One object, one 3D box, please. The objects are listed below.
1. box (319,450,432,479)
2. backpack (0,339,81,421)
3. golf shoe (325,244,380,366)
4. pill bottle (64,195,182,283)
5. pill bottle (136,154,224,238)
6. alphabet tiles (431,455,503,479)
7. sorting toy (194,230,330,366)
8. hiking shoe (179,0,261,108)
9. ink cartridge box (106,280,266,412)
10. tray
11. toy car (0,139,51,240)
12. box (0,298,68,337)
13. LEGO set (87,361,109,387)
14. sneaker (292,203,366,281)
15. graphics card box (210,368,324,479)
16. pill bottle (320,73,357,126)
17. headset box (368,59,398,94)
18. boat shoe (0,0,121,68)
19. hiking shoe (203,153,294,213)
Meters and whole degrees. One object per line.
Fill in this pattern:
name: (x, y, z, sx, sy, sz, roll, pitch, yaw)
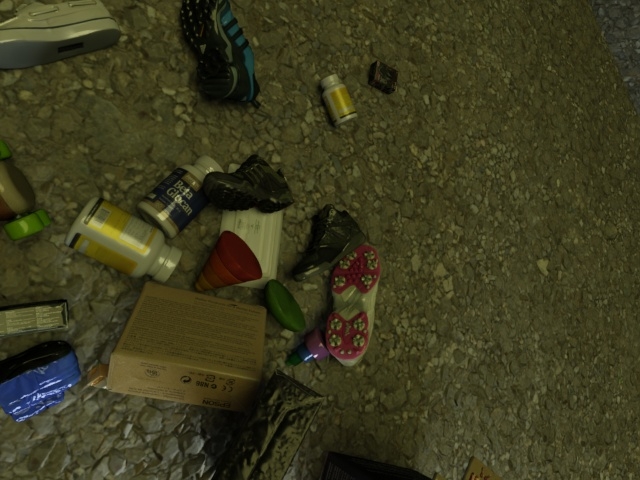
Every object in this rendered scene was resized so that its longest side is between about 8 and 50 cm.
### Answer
box: (0.199, 0.620, 0.887, 0.293, 0.395, 0.212, 25, 72, -25)
backpack: (-0.468, 0.227, 0.728, 0.120, 0.098, 0.101, -28, 119, -38)
golf shoe: (0.081, 0.156, 1.053, 0.140, 0.115, 0.306, 75, 26, -53)
pill bottle: (-0.358, 0.006, 0.809, 0.184, 0.103, 0.103, 33, 69, -23)
pill bottle: (-0.272, -0.092, 0.874, 0.094, 0.094, 0.169, 47, 65, -17)
alphabet tiles: (0.218, 0.535, 0.674, 0.285, 0.011, 0.342, 43, 66, -19)
sorting toy: (-0.130, 0.150, 0.926, 0.126, 0.127, 0.365, -35, 113, 8)
hiking shoe: (-0.217, -0.439, 0.960, 0.132, 0.113, 0.304, 2, 75, -60)
ink cartridge box: (-0.221, 0.183, 0.768, 0.234, 0.193, 0.088, 15, 116, -11)
tray: (-0.149, -0.031, 0.976, 0.145, 0.030, 0.270, 10, 79, -27)
toy car: (-0.564, -0.053, 0.687, 0.188, 0.149, 0.155, -27, 108, -18)
box: (-0.496, 0.124, 0.670, 0.190, 0.184, 0.045, -5, 86, -29)
LEGO set: (-0.274, 0.235, 0.826, 0.287, 0.132, 0.107, 15, 68, -21)
sneaker: (0.000, 0.000, 1.027, 0.227, 0.087, 0.130, -37, 101, -31)
graphics card box: (-0.104, 0.364, 0.766, 0.094, 0.371, 0.233, 30, 69, 4)
pill bottle: (0.043, -0.354, 1.102, 0.065, 0.065, 0.116, -28, 99, -29)
headset box: (0.170, -0.451, 1.205, 0.083, 0.032, 0.062, 17, 76, -29)
boat shoe: (-0.502, -0.380, 0.788, 0.258, 0.095, 0.084, -33, 97, -39)
hiking shoe: (-0.155, -0.124, 0.908, 0.227, 0.086, 0.114, 7, 62, -53)
